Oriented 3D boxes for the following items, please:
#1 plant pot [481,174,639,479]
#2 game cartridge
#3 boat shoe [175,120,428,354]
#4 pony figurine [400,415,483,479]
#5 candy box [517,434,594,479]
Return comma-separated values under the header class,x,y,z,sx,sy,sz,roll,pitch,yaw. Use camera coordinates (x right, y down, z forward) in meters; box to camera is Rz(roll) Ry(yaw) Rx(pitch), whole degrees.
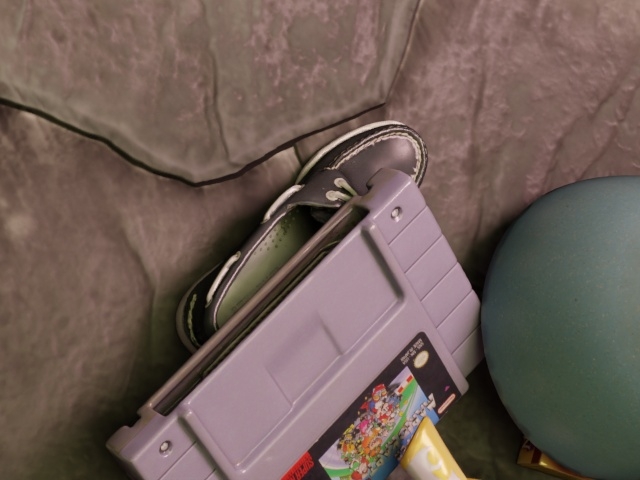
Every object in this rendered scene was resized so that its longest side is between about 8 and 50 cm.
class,x,y,z,sx,sy,sz,roll,pitch,yaw
plant pot,0.318,0.068,1.699,0.290,0.195,0.290,5,78,-24
game cartridge,-0.001,0.134,1.658,0.355,0.068,0.230,-45,124,-18
boat shoe,0.000,0.000,1.704,0.114,0.091,0.302,45,72,-10
pony figurine,0.177,0.379,1.653,0.363,0.303,0.351,28,73,3
candy box,0.292,0.191,1.811,0.187,0.053,0.109,19,77,-19
